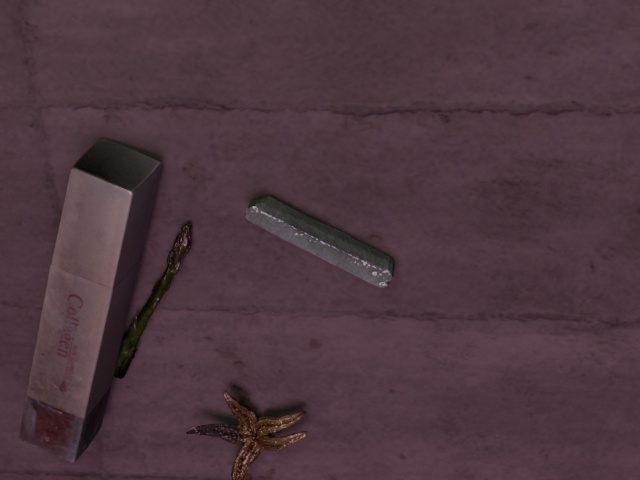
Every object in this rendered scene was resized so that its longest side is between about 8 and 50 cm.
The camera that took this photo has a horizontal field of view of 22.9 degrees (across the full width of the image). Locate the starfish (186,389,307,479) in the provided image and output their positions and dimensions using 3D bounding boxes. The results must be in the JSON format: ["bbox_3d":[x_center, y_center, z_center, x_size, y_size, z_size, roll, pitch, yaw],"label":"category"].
[{"bbox_3d":[-0.085,0.230,1.797,0.133,0.041,0.130,17,116,5],"label":"starfish"}]

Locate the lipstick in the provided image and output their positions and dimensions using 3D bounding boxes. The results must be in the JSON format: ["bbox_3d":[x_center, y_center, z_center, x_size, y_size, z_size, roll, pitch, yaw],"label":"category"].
[{"bbox_3d":[-0.250,0.070,1.690,0.076,0.080,0.371,23,124,9],"label":"lipstick"}]

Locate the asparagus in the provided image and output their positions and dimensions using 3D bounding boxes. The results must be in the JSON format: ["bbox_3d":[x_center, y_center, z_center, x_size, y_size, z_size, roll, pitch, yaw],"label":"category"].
[{"bbox_3d":[-0.185,0.069,1.722,0.022,0.023,0.233,-6,138,-43],"label":"asparagus"}]

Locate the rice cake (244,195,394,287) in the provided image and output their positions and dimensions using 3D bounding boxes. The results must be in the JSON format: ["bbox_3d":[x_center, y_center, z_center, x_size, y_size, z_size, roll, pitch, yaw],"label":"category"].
[{"bbox_3d":[0.000,-0.001,1.638,0.170,0.033,0.029,26,127,-9],"label":"rice cake"}]
